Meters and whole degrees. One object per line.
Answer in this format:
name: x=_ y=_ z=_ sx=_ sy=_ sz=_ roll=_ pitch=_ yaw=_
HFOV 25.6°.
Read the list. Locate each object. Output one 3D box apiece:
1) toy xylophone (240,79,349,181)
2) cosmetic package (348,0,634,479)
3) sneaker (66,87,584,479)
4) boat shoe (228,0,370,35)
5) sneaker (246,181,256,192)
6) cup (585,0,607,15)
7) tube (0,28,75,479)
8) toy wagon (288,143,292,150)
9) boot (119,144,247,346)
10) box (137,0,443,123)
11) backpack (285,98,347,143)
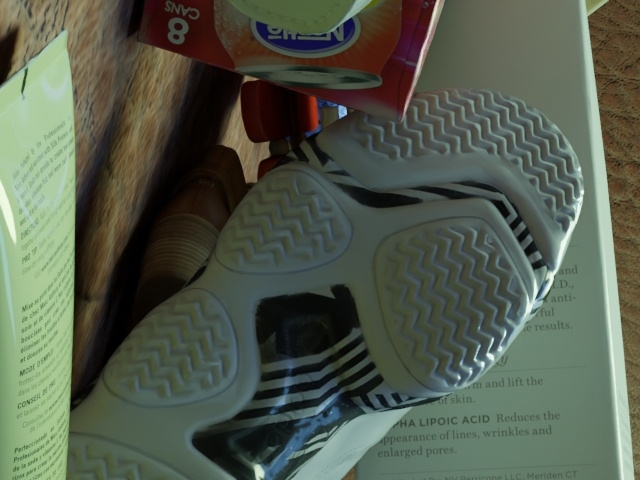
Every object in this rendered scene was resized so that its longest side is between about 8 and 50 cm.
toy xylophone: x=0.000 y=0.000 z=0.956 sx=0.236 sy=0.081 sz=0.322 roll=3 pitch=82 yaw=-79
cosmetic package: x=0.109 y=0.023 z=0.898 sx=0.217 sy=0.156 sz=0.385 roll=57 pitch=29 yaw=-68
sneaker: x=-0.028 y=0.074 z=0.720 sx=0.366 sy=0.137 sz=0.210 roll=-44 pitch=176 yaw=-16
boat shoe: x=-0.025 y=-0.141 z=0.385 sx=0.302 sy=0.113 sz=0.103 roll=80 pitch=27 yaw=-63
sneaker: x=-0.080 y=0.034 z=1.107 sx=0.084 sy=0.069 sz=0.185 roll=-47 pitch=164 yaw=-37
cup: x=0.161 y=-0.306 z=1.412 sx=0.331 sy=0.237 sz=0.331 roll=-35 pitch=177 yaw=-2
tube: x=-0.110 y=0.054 z=0.468 sx=0.070 sy=0.062 sz=0.240 roll=39 pitch=-54 yaw=45
toy wagon: x=0.005 y=-0.160 z=1.587 sx=0.267 sy=0.068 sz=0.344 roll=104 pitch=5 yaw=-60
boot: x=-0.085 y=0.049 z=0.880 sx=0.152 sy=0.073 sz=0.197 roll=-77 pitch=-174 yaw=-55
box: x=0.010 y=-0.163 z=0.708 sx=0.257 sy=0.128 sz=0.122 roll=-69 pitch=176 yaw=-68
backpack: x=0.002 y=-0.141 z=1.319 sx=0.120 sy=0.098 sz=0.101 roll=-64 pitch=157 yaw=-1
